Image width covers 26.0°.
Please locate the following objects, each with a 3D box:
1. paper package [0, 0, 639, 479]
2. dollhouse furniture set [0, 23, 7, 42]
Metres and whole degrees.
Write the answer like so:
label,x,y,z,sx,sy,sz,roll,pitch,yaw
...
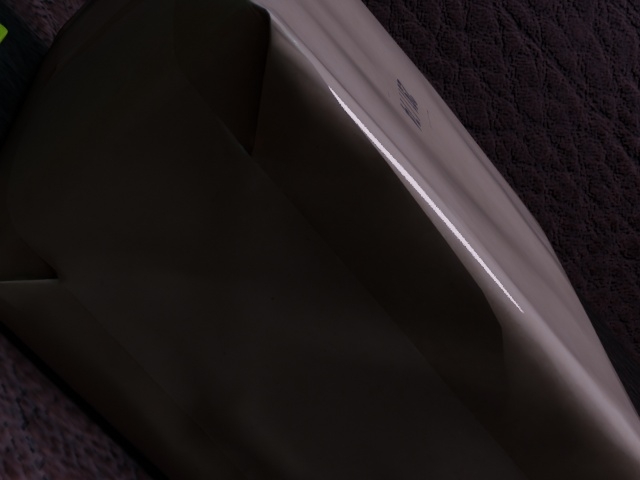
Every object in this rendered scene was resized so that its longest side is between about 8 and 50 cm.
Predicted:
label,x,y,z,sx,sy,sz,roll,pitch,yaw
paper package,0.000,0.000,0.709,0.309,0.168,0.325,47,13,-19
dollhouse furniture set,-0.168,-0.061,0.525,0.058,0.076,0.151,35,15,-14
